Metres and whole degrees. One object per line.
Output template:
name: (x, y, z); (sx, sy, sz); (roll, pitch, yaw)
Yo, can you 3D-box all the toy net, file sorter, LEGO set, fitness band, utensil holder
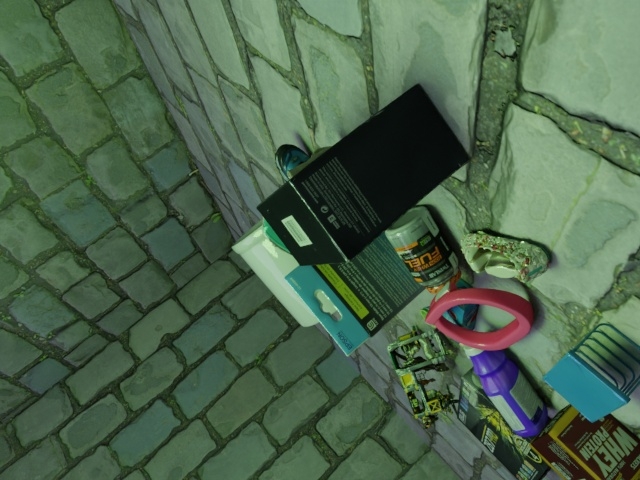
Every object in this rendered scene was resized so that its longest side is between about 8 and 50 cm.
toy net: (0.392, 0.287, 1.545); (0.232, 0.045, 0.122); (45, 163, 21)
file sorter: (0.520, 0.247, 0.975); (0.118, 0.104, 0.170); (43, 163, 25)
LEGO set: (0.372, 0.419, 1.688); (0.255, 0.192, 0.332); (26, -137, -60)
fitness band: (0.361, 0.180, 1.193); (0.208, 0.054, 0.291); (21, 153, 4)
utensil holder: (-0.070, 0.065, 1.857); (0.385, 0.327, 0.327); (51, 165, -9)

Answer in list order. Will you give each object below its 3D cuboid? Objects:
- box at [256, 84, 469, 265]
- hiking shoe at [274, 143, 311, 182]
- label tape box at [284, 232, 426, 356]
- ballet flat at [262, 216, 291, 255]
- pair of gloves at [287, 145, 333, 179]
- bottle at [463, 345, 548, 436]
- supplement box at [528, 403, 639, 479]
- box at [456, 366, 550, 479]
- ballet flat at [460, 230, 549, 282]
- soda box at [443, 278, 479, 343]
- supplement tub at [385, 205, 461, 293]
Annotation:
box: (0.065, -0.112, 1.064); (0.179, 0.312, 0.343); (54, 164, -7)
hiking shoe: (-0.007, -0.175, 1.550); (0.304, 0.113, 0.132); (47, 160, -22)
label tape box: (0.112, 0.090, 1.321); (0.249, 0.347, 0.115); (49, 165, 7)
ballet flat: (0.000, 0.000, 1.593); (0.408, 0.147, 0.147); (23, 171, -16)
pair of gloves: (0.051, -0.123, 1.284); (0.240, 0.204, 0.042); (51, 152, -1)
bottle: (0.480, 0.372, 1.352); (0.092, 0.118, 0.283); (-31, 99, 41)
supplement box: (0.619, 0.486, 1.192); (0.191, 0.129, 0.194); (44, 163, 25)
box: (0.573, 0.575, 1.594); (0.318, 0.097, 0.395); (45, 163, 33)
ballet flat: (0.345, 0.033, 1.039); (0.091, 0.077, 0.241); (55, 165, -16)
soda box: (0.364, 0.190, 1.360); (0.071, 0.067, 0.210); (41, 162, 30)
supplement tub: (0.247, 0.024, 1.225); (0.190, 0.117, 0.117); (54, 164, -13)
